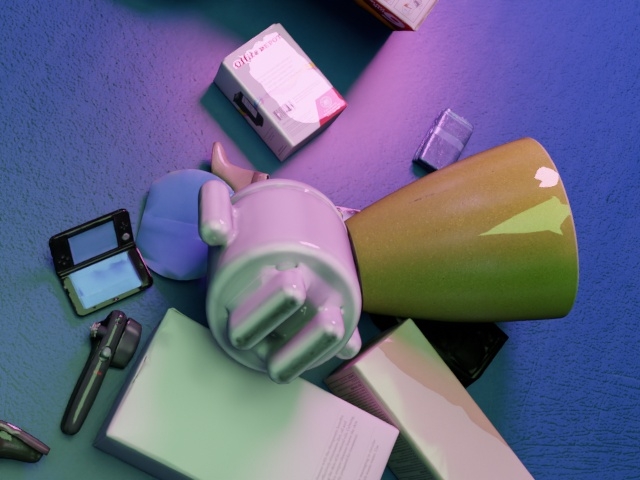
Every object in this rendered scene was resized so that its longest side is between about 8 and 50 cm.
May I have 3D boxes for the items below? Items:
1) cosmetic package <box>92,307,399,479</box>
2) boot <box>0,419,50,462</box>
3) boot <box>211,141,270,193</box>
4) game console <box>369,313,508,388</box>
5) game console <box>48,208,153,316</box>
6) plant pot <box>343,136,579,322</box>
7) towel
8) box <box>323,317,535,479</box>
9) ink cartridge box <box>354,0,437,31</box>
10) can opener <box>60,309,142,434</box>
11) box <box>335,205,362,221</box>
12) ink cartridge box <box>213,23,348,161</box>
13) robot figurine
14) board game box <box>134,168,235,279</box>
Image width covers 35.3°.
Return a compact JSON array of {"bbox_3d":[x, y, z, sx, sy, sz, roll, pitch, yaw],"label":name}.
[{"bbox_3d":[-0.102,0.272,1.388,0.365,0.155,0.197,30,66,-7],"label":"cosmetic package"},{"bbox_3d":[-0.499,0.328,1.283,0.262,0.091,0.229,14,75,-10],"label":"boot"},{"bbox_3d":[-0.121,-0.094,1.535,0.086,0.042,0.119,-3,91,16],"label":"boot"},{"bbox_3d":[0.251,0.056,1.637,0.213,0.044,0.361,43,67,-3],"label":"game console"},{"bbox_3d":[-0.311,0.030,1.435,0.122,0.107,0.071,-24,48,-24],"label":"game console"},{"bbox_3d":[0.187,0.008,1.486,0.293,0.275,0.275,-11,77,-6],"label":"plant pot"},{"bbox_3d":[0.209,-0.163,1.696,0.067,0.029,0.119,34,65,-6],"label":"towel"},{"bbox_3d":[0.159,0.283,1.481,0.121,0.148,0.311,-37,90,-25],"label":"box"},{"bbox_3d":[0.046,-0.482,1.644,0.309,0.272,0.130,35,96,-11],"label":"ink cartridge box"},{"bbox_3d":[-0.310,0.182,1.396,0.073,0.059,0.186,28,67,-10],"label":"can opener"},{"bbox_3d":[0.000,0.000,1.570,0.206,0.036,0.114,10,71,-16],"label":"box"},{"bbox_3d":[-0.064,-0.236,1.600,0.127,0.072,0.175,-39,89,-24],"label":"ink cartridge box"},{"bbox_3d":[-0.055,0.041,1.362,0.199,0.353,0.300,-37,113,13],"label":"robot figurine"},{"bbox_3d":[-0.199,-0.022,1.506,0.133,0.033,0.169,11,79,8],"label":"board game box"}]
